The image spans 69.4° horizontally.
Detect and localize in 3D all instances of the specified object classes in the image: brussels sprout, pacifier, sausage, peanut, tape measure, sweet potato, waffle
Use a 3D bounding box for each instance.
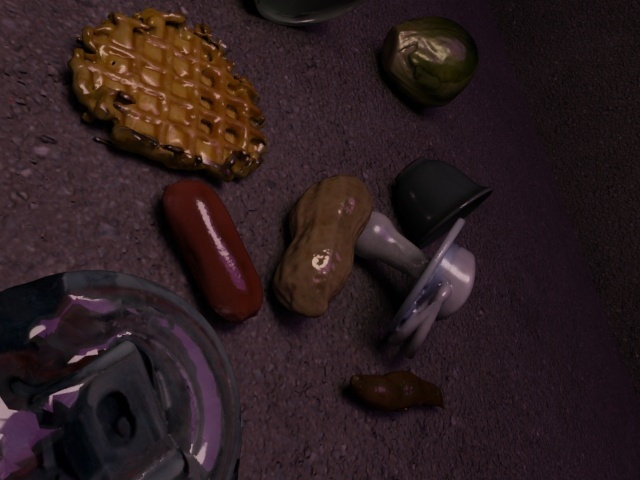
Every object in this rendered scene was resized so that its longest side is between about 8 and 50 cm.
[{"bbox_3d":[0.271,-0.454,1.170,0.272,0.210,0.219,0,65,-32],"label":"brussels sprout"},{"bbox_3d":[0.141,0.041,0.798,0.233,0.244,0.299,38,11,14],"label":"pacifier"},{"bbox_3d":[-0.131,0.012,0.571,0.077,0.077,0.193,-27,90,-51],"label":"sausage"},{"bbox_3d":[0.000,0.000,0.697,0.123,0.124,0.256,44,50,-24],"label":"peanut"},{"bbox_3d":[-0.185,0.160,0.374,0.256,0.147,0.274,-38,101,-51],"label":"tape measure"},{"bbox_3d":[0.135,0.246,0.754,0.274,0.067,0.067,24,54,-41],"label":"sweet potato"},{"bbox_3d":[-0.181,-0.193,0.630,0.262,0.060,0.280,54,40,-13],"label":"waffle"}]

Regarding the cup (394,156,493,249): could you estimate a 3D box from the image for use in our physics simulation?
[{"bbox_3d":[0.233,-0.095,0.973,0.150,0.199,0.199,52,37,14],"label":"cup"}]

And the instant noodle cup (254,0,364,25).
[{"bbox_3d":[-0.025,-0.550,0.832,0.312,0.312,0.221,-13,91,-50],"label":"instant noodle cup"}]
